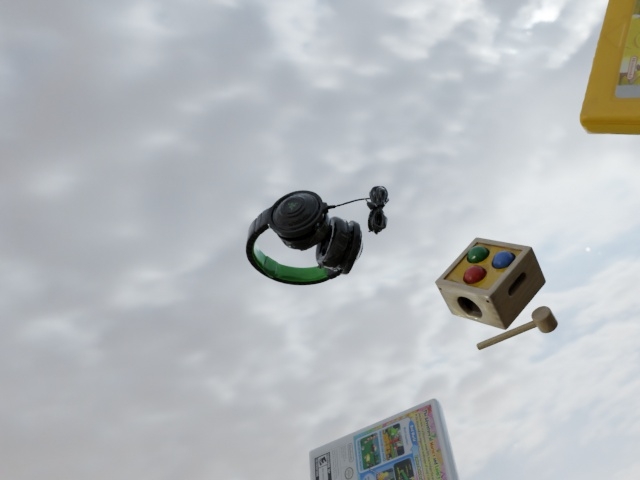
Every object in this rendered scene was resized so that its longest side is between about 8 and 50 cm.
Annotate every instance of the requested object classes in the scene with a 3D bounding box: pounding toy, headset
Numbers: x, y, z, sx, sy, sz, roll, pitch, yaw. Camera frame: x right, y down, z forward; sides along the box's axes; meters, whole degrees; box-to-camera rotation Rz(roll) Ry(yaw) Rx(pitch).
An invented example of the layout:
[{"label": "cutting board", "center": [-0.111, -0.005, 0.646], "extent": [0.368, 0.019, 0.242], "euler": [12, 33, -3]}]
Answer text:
[{"label": "pounding toy", "center": [0.298, 0.090, 1.198], "extent": [0.181, 0.206, 0.094], "euler": [-44, -60, -22]}, {"label": "headset", "center": [0.000, 0.000, 1.604], "extent": [0.243, 0.185, 0.394], "euler": [33, -50, -30]}]

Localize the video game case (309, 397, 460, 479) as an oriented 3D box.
[{"label": "video game case", "center": [0.056, 0.232, 0.632], "extent": [0.143, 0.157, 0.019], "euler": [-28, -54, 17]}]

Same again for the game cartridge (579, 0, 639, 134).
[{"label": "game cartridge", "center": [0.545, -0.277, 0.968], "extent": [0.324, 0.285, 0.053], "euler": [6, -18, 40]}]
